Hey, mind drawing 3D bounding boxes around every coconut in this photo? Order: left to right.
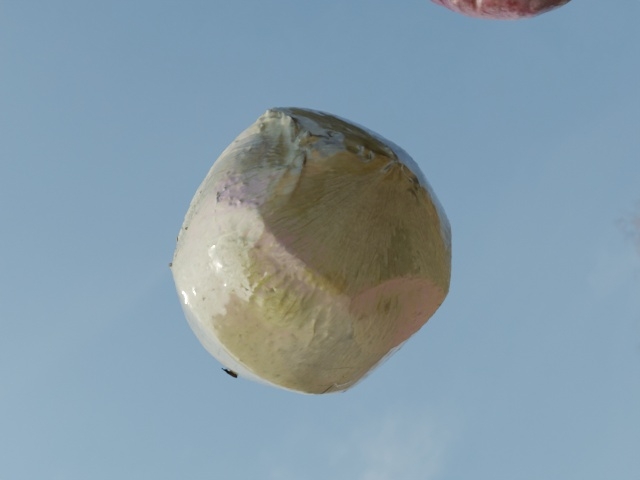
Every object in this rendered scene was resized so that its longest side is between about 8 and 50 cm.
[{"bbox_3d":[-0.002,-0.001,0.960,0.227,0.227,0.230,11,-46,-40],"label":"coconut"}]

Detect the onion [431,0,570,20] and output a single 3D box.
[{"bbox_3d":[0.134,-0.332,1.010,0.120,0.227,0.284,-30,-53,-47],"label":"onion"}]
